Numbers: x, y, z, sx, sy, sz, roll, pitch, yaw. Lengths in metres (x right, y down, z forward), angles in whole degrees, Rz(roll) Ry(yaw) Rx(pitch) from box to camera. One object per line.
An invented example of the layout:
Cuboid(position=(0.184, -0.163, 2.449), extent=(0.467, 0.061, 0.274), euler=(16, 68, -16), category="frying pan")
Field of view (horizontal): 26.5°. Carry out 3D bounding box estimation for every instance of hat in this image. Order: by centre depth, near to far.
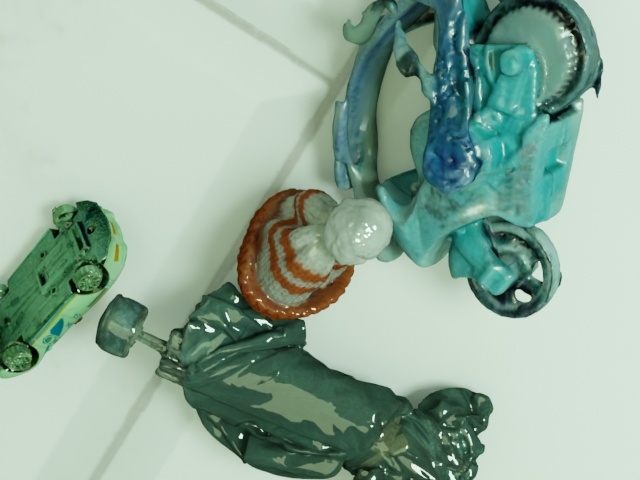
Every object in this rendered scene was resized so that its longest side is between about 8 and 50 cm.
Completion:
Cuboid(position=(0.000, 0.000, 1.057), extent=(0.093, 0.162, 0.112), euler=(21, 69, -13), category="hat")

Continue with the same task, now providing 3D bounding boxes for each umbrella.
Cuboid(position=(-0.024, 0.133, 1.151), extent=(0.349, 0.094, 0.143), euler=(23, 93, -3), category="umbrella")

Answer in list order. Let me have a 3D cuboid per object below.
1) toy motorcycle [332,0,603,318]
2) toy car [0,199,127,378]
Cuboid(position=(0.106, -0.081, 1.037), extent=(0.206, 0.154, 0.260), euler=(21, 117, 29), category="toy motorcycle")
Cuboid(position=(-0.234, 0.045, 1.181), extent=(0.186, 0.058, 0.093), euler=(-46, 50, 22), category="toy car")
